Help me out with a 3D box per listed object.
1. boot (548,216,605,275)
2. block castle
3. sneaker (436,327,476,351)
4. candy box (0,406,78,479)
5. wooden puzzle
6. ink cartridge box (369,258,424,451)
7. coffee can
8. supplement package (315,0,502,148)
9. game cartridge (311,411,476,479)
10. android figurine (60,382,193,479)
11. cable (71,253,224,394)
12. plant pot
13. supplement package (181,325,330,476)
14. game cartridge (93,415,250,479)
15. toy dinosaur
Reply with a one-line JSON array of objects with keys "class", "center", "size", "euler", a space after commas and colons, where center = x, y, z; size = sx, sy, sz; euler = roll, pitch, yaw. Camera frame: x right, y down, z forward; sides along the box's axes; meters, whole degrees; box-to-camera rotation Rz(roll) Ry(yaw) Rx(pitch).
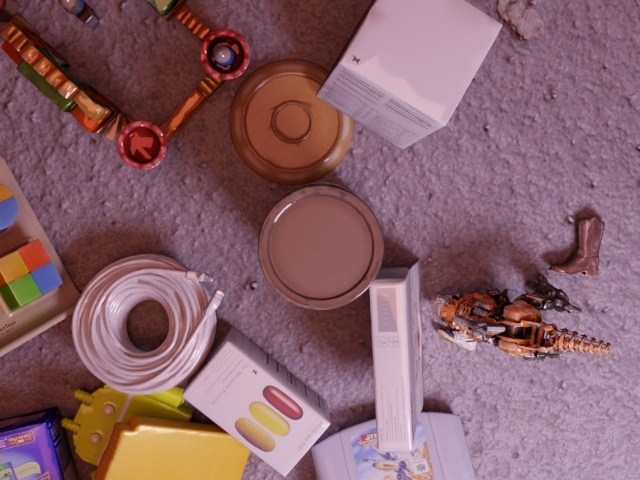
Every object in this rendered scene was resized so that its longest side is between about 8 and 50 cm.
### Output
[{"class": "boot", "center": [0.491, 0.008, 1.649], "size": [0.107, 0.037, 0.114], "euler": [2, 100, -16]}, {"class": "block castle", "center": [-0.372, -0.364, 1.480], "size": [0.453, 0.213, 0.303], "euler": [43, 93, -7]}, {"class": "sneaker", "center": [0.265, 0.184, 1.668], "size": [0.083, 0.032, 0.036], "euler": [27, 81, -10]}, {"class": "candy box", "center": [-0.592, 0.505, 1.621], "size": [0.268, 0.122, 0.317], "euler": [-13, 96, -2]}, {"class": "wooden puzzle", "center": [-0.613, 0.034, 1.493], "size": [0.322, 0.081, 0.347], "euler": [-34, 97, -40]}, {"class": "ink cartridge box", "center": [0.142, 0.195, 1.555], "size": [0.066, 0.261, 0.296], "euler": [-2, 97, 11]}, {"class": "coffee can", "center": [0.000, 0.000, 1.502], "size": [0.202, 0.275, 0.201], "euler": [0, 95, 0]}, {"class": "supplement package", "center": [0.140, -0.303, 1.468], "size": [0.198, 0.263, 0.199], "euler": [31, 84, -6]}, {"class": "game cartridge", "center": [0.140, 0.435, 1.646], "size": [0.297, 0.062, 0.198], "euler": [-13, 80, -2]}, {"class": "android figurine", "center": [-0.357, 0.370, 1.649], "size": [0.273, 0.056, 0.248], "euler": [27, 95, -7]}, {"class": "cable", "center": [-0.321, 0.152, 1.584], "size": [0.257, 0.089, 0.257], "euler": [21, 86, 10]}, {"class": "plant pot", "center": [-0.053, -0.220, 1.602], "size": [0.237, 0.032, 0.236], "euler": [0, 98, -3]}, {"class": "supplement package", "center": [-0.117, 0.297, 1.609], "size": [0.244, 0.134, 0.139], "euler": [39, 94, -6]}, {"class": "game cartridge", "center": [-0.297, 0.488, 1.600], "size": [0.285, 0.053, 0.323], "euler": [17, 96, -37]}, {"class": "toy dinosaur", "center": [0.362, 0.164, 1.565], "size": [0.322, 0.218, 0.164], "euler": [39, 114, 35]}]
